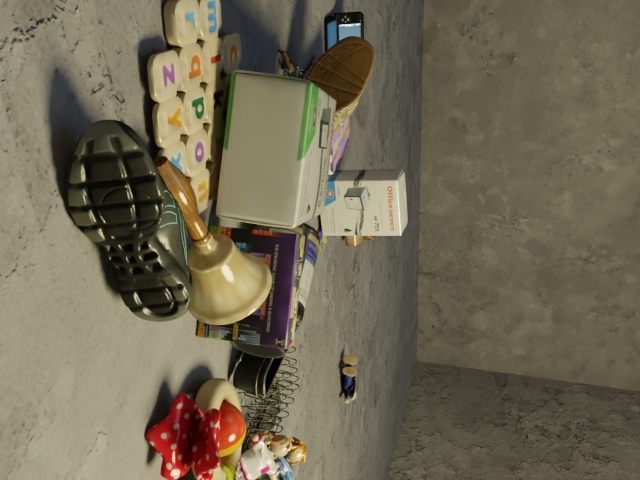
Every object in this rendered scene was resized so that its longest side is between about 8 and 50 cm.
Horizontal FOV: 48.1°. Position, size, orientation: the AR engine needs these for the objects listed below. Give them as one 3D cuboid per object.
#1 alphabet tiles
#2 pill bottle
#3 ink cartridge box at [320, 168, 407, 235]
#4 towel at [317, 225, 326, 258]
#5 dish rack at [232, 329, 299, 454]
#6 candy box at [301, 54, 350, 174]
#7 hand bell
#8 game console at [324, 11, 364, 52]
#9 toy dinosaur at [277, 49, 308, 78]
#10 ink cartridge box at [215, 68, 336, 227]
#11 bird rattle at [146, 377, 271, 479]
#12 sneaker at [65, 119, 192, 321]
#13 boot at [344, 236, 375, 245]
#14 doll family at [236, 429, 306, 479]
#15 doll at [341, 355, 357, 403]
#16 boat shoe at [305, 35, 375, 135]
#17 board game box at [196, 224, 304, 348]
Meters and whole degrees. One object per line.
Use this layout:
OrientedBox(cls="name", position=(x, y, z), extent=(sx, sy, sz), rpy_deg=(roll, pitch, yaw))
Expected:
OrientedBox(cls="alphabet tiles", position=(-0.165, -0.185, 0.981), extent=(0.278, 0.021, 0.284), rpy_deg=(-54, 146, -62))
OrientedBox(cls="pill bottle", position=(-0.079, 0.078, 1.202), extent=(0.123, 0.122, 0.219), rpy_deg=(69, 30, -59))
OrientedBox(cls="ink cartridge box", position=(0.098, -0.088, 1.659), extent=(0.082, 0.190, 0.140), rpy_deg=(-53, 140, -61))
OrientedBox(cls="towel", position=(0.000, 0.000, 1.695), extent=(0.083, 0.009, 0.060), rpy_deg=(-61, 152, -56))
OrientedBox(cls="dish rack", position=(-0.092, 0.282, 1.327), extent=(0.208, 0.074, 0.272), rpy_deg=(-62, 154, -54))
OrientedBox(cls="candy box", position=(0.009, -0.267, 1.513), extent=(0.165, 0.070, 0.196), rpy_deg=(-66, 158, -49))
OrientedBox(cls="hand bell", position=(-0.156, -0.013, 0.920), extent=(0.242, 0.126, 0.126), rpy_deg=(71, 28, -45))
OrientedBox(cls="game console", position=(0.055, -0.451, 1.630), extent=(0.071, 0.107, 0.122), rpy_deg=(-117, -157, -61))
OrientedBox(cls="toy dinosaur", position=(-0.049, -0.324, 1.339), extent=(0.082, 0.047, 0.090), rpy_deg=(-96, 172, -63))
OrientedBox(cls="ink cartridge box", position=(-0.059, -0.141, 1.132), extent=(0.289, 0.121, 0.211), rpy_deg=(-38, 136, -79))
OrientedBox(cls="bird rattle", position=(-0.165, 0.298, 1.054), extent=(0.207, 0.143, 0.254), rpy_deg=(-84, 158, -54))
OrientedBox(cls="sneaker", position=(-0.205, -0.028, 0.791), extent=(0.106, 0.101, 0.267), rpy_deg=(-94, 180, -46))
OrientedBox(cls="boot", position=(0.110, -0.074, 1.974), extent=(0.197, 0.072, 0.153), rpy_deg=(-36, 126, -74))
OrientedBox(cls="doll family", position=(-0.079, 0.432, 1.249), extent=(0.163, 0.118, 0.263), rpy_deg=(-32, 106, -21))
OrientedBox(cls="doll", position=(0.084, 0.416, 2.094), extent=(0.189, 0.046, 0.129), rpy_deg=(87, 6, -52))
OrientedBox(cls="boat shoe", position=(0.005, -0.253, 1.357), extent=(0.285, 0.104, 0.089), rpy_deg=(-56, 180, 5))
OrientedBox(cls="board game box", position=(-0.104, 0.068, 1.070), extent=(0.048, 0.141, 0.170), rpy_deg=(14, 81, -75))
